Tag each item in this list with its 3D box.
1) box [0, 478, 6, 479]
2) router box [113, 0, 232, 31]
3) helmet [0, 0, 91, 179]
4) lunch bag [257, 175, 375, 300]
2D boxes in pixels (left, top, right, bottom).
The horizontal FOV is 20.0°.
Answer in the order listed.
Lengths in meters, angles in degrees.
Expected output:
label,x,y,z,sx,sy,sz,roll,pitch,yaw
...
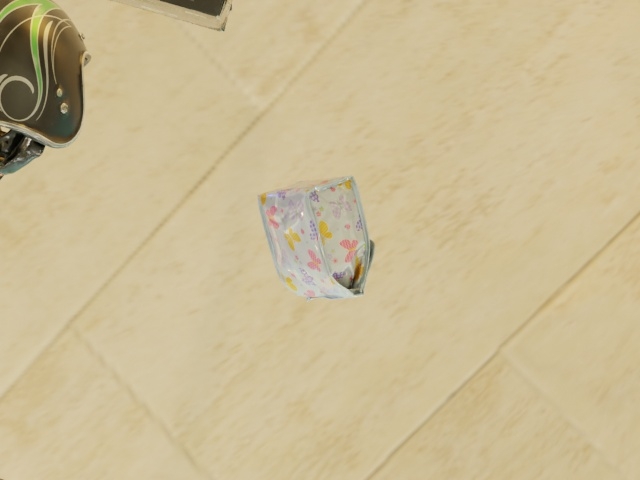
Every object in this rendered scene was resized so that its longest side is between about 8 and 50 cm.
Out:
label,x,y,z,sx,sy,sz,roll,pitch,yaw
box,-0.230,0.210,1.020,0.093,0.158,0.156,-33,48,34
router box,-0.109,-0.158,1.051,0.122,0.092,0.038,16,90,-3
helmet,-0.279,-0.142,1.540,0.169,0.169,0.162,-9,64,19
lunch bag,0.000,0.000,1.268,0.071,0.053,0.083,-5,101,57
